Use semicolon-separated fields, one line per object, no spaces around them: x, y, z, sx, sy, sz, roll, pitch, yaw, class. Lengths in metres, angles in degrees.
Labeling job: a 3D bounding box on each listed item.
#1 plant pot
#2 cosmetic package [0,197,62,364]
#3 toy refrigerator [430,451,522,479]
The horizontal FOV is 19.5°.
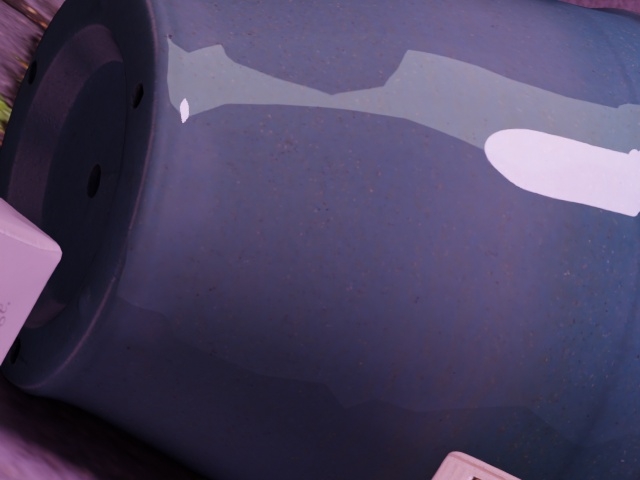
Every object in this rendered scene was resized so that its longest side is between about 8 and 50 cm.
0.000;0.000;0.817;0.255;0.271;0.271;12;23;-28;plant pot
-0.178;-0.003;0.511;0.085;0.117;0.231;26;6;-45;cosmetic package
0.140;0.182;0.642;0.269;0.094;0.102;24;34;14;toy refrigerator
